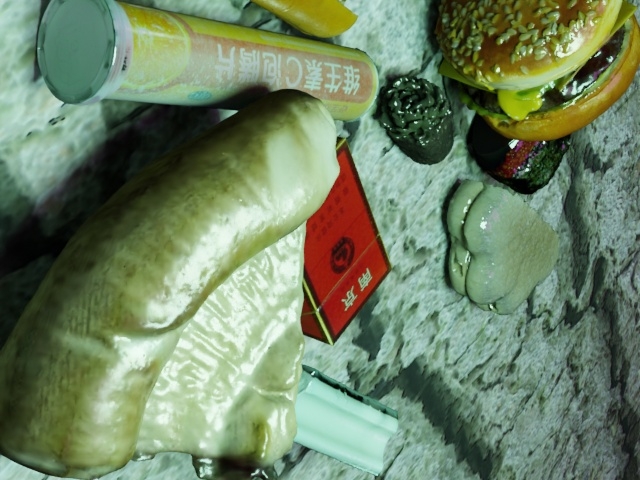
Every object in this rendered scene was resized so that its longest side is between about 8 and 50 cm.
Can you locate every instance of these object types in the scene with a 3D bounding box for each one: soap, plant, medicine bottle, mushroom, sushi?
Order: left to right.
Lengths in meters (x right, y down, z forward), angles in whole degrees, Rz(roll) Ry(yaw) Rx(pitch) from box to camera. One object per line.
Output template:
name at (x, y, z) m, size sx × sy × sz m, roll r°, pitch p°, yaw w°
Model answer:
mushroom at (-0.146, 0.022, 0.968) m, size 0.314 × 0.224 × 0.397 m, roll 12°, pitch 95°, yaw -39°
medicine bottle at (-0.092, -0.187, 1.039) m, size 0.426 × 0.108 × 0.108 m, roll -5°, pitch 107°, yaw -53°
soap at (-0.018, 0.218, 1.246) m, size 0.261 × 0.150 × 0.094 m, roll 35°, pitch 72°, yaw -51°
plant at (0.135, -0.164, 1.354) m, size 0.094 × 0.092 × 0.143 m, roll -52°, pitch 145°, yaw -14°
sushi at (0.332, -0.190, 1.556) m, size 0.126 × 0.136 × 0.225 m, roll 37°, pitch 78°, yaw -43°

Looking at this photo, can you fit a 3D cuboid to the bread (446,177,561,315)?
bread at (0.295, 0.024, 1.622) m, size 0.337 × 0.102 × 0.183 m, roll 29°, pitch 84°, yaw -55°

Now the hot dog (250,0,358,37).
hot dog at (-0.058, -0.316, 1.018) m, size 0.337 × 0.100 × 0.135 m, roll 18°, pitch 73°, yaw -53°

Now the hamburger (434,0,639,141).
hamburger at (0.299, -0.300, 1.363) m, size 0.225 × 0.291 × 0.291 m, roll 42°, pitch 70°, yaw -45°

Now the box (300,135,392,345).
box at (0.001, 0.000, 1.253) m, size 0.153 × 0.074 × 0.239 m, roll -53°, pitch 140°, yaw -31°
